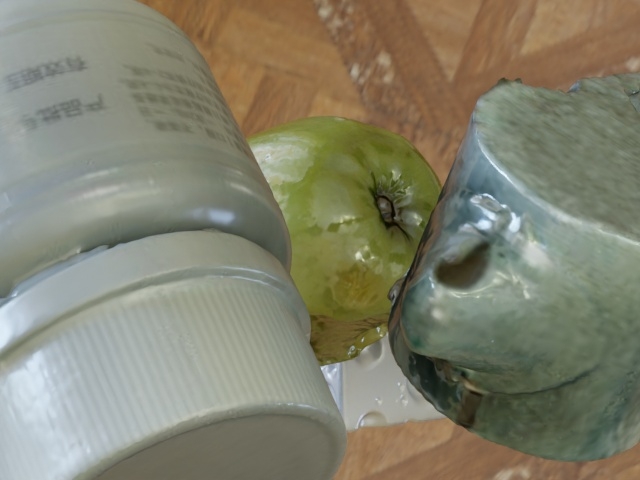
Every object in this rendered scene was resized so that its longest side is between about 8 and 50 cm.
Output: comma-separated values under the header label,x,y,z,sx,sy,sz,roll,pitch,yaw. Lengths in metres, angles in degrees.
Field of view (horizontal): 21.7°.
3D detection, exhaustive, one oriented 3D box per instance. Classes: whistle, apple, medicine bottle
label,x,y,z,sx,sy,sz,roll,pitch,yaw
whistle,0.166,-0.015,1.116,0.188,0.168,0.405,22,30,1
apple,0.000,0.000,1.644,0.279,0.279,0.279,3,68,-8
medicine bottle,-0.134,0.031,0.991,0.245,0.245,0.306,-18,58,-16

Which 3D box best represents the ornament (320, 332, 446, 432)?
label,x,y,z,sx,sy,sz,roll,pitch,yaw
ornament,0.055,0.080,1.945,0.239,0.240,0.239,-3,94,-32
